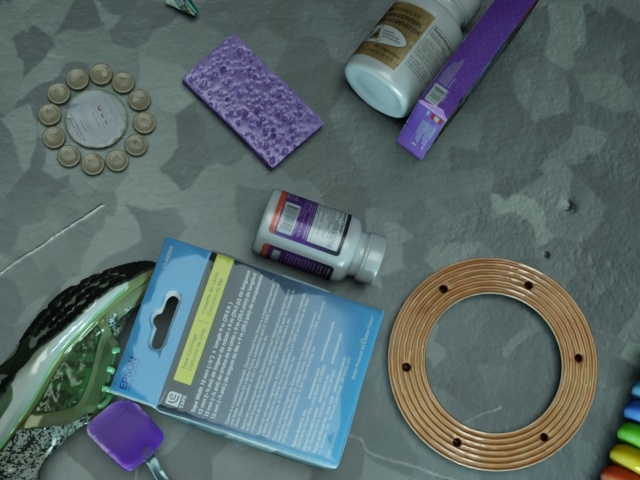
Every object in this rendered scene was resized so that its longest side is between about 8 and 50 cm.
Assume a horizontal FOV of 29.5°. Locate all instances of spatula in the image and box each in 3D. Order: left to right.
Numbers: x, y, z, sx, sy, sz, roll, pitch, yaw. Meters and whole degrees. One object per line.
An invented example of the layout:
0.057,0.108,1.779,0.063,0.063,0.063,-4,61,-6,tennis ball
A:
-0.221,0.360,1.782,0.084,0.030,0.296,-42,102,-27,spatula

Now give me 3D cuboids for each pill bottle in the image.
0.000,0.000,1.876,0.194,0.108,0.108,20,76,-3,pill bottle
0.153,-0.322,1.955,0.131,0.131,0.229,37,76,2,pill bottle

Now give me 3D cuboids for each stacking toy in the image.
0.498,0.319,1.861,0.141,0.141,0.330,32,80,1,stacking toy

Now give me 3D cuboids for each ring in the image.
0.270,0.192,1.907,0.337,0.032,0.336,1,77,-6,ring

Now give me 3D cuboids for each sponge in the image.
-0.108,-0.222,1.952,0.210,0.031,0.117,45,76,3,sponge

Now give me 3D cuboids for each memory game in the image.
-0.353,-0.191,1.924,0.186,0.012,0.186,1,78,-7,memory game

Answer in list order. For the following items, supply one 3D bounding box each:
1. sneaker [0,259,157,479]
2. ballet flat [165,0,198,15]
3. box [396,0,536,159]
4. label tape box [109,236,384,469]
-0.362,0.203,1.796,0.410,0.158,0.182,-48,115,-15,sneaker
-0.240,-0.406,1.978,0.041,0.041,0.114,-29,82,-12,ballet flat
0.239,-0.279,1.921,0.057,0.201,0.293,37,76,3,box
-0.108,0.171,1.818,0.348,0.115,0.249,19,76,-3,label tape box
